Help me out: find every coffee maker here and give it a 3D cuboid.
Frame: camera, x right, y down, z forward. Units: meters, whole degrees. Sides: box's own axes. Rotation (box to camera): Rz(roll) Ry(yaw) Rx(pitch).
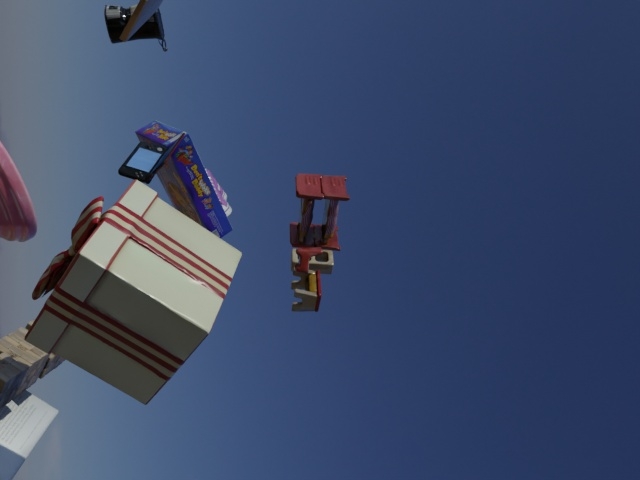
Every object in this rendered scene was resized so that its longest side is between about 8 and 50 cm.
[{"bbox_3d":[-0.635,-0.727,2.256,0.120,0.178,0.171,-101,-176,-75],"label":"coffee maker"}]

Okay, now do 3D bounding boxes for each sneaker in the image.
[{"bbox_3d":[-0.406,-0.166,2.363,0.161,0.102,0.282,61,-2,-28],"label":"sneaker"}]

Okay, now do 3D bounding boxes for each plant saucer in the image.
[{"bbox_3d":[-0.742,-0.134,1.423,0.332,0.084,0.332,31,-42,32],"label":"plant saucer"}]

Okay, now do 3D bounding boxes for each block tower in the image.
[{"bbox_3d":[-0.612,0.237,1.391,0.091,0.097,0.335,-58,177,16],"label":"block tower"}]

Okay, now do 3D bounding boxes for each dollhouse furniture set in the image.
[{"bbox_3d":[0.000,0.000,1.835,0.374,0.152,0.201,-95,-169,-49],"label":"dollhouse furniture set"}]

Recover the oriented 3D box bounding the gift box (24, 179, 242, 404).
[{"bbox_3d":[-0.315,0.073,1.102,0.255,0.258,0.276,-48,-164,26],"label":"gift box"}]

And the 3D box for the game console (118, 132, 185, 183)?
[{"bbox_3d":[-0.422,-0.219,1.646,0.144,0.124,0.085,-70,177,-46],"label":"game console"}]

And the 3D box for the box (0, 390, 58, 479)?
[{"bbox_3d":[-0.787,0.386,1.399,0.168,0.345,0.215,-46,-167,30],"label":"box"}]

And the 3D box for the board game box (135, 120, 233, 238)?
[{"bbox_3d":[-0.418,-0.182,2.022,0.233,0.078,0.347,27,-34,48],"label":"board game box"}]

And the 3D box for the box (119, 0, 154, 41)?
[{"bbox_3d":[-0.433,-0.607,1.679,0.201,0.021,0.164,-25,-150,54],"label":"box"}]
